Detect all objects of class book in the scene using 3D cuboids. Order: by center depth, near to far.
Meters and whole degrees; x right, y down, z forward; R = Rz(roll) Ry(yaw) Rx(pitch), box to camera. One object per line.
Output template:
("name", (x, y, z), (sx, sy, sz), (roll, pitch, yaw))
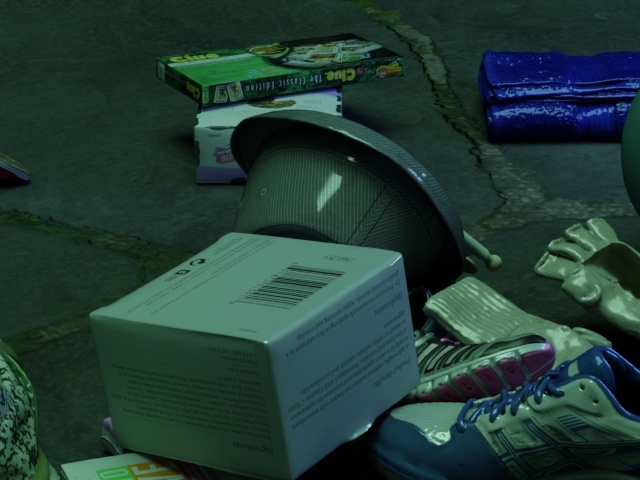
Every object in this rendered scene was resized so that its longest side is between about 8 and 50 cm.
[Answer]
("book", (-0.114, 0.195, 1.400), (0.144, 0.035, 0.096), (-8, 26, -23))

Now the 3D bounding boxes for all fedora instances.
("fedora", (0.000, 0.000, 1.676), (0.124, 0.244, 0.275), (-56, 20, -25))

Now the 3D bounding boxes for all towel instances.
("towel", (0.345, -0.189, 2.231), (0.308, 0.076, 0.228), (0, 24, 1))

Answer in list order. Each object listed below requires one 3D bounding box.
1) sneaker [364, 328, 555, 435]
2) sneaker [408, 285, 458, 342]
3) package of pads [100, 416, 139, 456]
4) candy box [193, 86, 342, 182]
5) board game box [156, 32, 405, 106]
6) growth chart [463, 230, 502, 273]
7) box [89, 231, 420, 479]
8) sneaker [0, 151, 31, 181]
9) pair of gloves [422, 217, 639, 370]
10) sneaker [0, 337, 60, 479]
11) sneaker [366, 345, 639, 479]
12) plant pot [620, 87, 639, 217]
("sneaker", (0.104, 0.101, 1.497), (0.170, 0.063, 0.075), (-21, 49, 13))
("sneaker", (0.104, 0.073, 1.621), (0.063, 0.073, 0.162), (19, 30, 39))
("package of pads", (-0.130, 0.155, 1.486), (0.083, 0.032, 0.050), (-13, 30, -26))
("candy box", (-0.057, -0.130, 2.110), (0.165, 0.070, 0.196), (0, 22, 1))
("board game box", (-0.047, -0.202, 2.154), (0.259, 0.030, 0.136), (-10, 25, -25))
("growth chart", (0.049, -0.022, 1.782), (0.237, 0.172, 0.021), (10, 68, 44))
("box", (-0.048, 0.085, 1.427), (0.182, 0.119, 0.181), (6, 24, 36))
("sneaker", (-0.380, -0.071, 2.027), (0.118, 0.067, 0.042), (22, 8, -31))
("pair of gloves", (0.231, 0.072, 1.586), (0.240, 0.042, 0.204), (-20, 49, -37))
("sneaker", (-0.292, 0.092, 1.446), (0.158, 0.182, 0.410), (-10, 24, -21))
("sneaker", (0.182, 0.133, 1.408), (0.296, 0.131, 0.112), (3, 25, 11))
("plant pot", (0.426, -0.082, 1.738), (0.293, 0.293, 0.235), (-17, 12, -33))
